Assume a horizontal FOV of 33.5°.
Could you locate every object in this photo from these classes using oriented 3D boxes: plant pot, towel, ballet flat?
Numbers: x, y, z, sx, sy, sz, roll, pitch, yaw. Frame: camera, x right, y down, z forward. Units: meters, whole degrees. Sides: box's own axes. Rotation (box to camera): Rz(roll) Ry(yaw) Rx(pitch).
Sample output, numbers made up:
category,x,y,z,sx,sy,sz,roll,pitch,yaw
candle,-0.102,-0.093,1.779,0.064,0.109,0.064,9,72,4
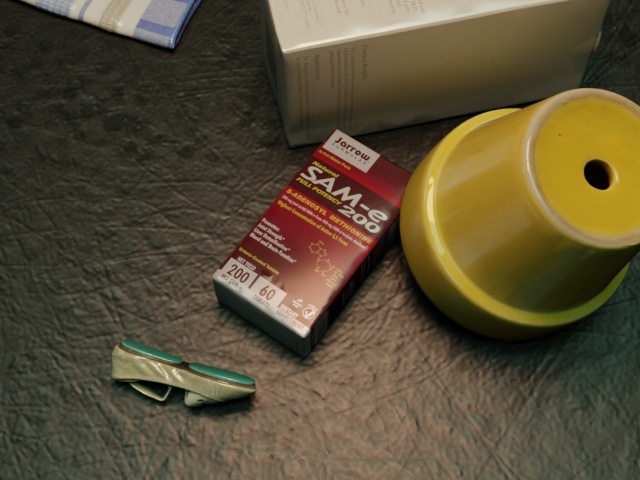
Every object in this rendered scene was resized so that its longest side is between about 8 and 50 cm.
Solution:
category,x,y,z,sx,sy,sz,roll,pitch,yaw
plant pot,0.238,-0.038,1.115,0.254,0.239,0.254,4,75,-13
towel,-0.283,-0.379,1.429,0.285,0.034,0.209,20,67,10
ballet flat,-0.152,0.155,1.171,0.168,0.057,0.052,16,94,12

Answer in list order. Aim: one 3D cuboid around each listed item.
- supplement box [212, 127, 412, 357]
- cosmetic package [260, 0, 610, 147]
category,x,y,z,sx,sy,sz,roll,pitch,yaw
supplement box,0.000,0.000,1.224,0.130,0.073,0.239,32,68,15
cosmetic package,0.129,-0.256,1.268,0.385,0.217,0.156,-12,65,-7
